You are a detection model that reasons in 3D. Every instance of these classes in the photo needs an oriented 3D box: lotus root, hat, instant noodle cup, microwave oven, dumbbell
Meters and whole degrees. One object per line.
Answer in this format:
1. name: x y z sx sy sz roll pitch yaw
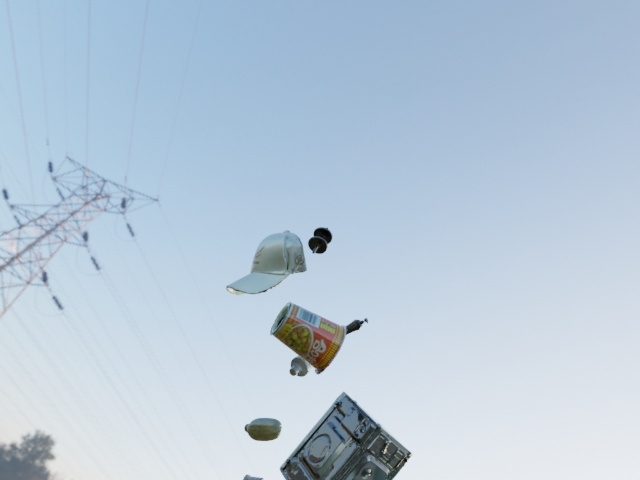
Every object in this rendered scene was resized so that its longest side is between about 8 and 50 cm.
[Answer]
1. lotus root: -0.240 0.772 2.134 0.183 0.090 0.077 -9 -45 30
2. hat: -0.208 0.087 1.862 0.168 0.301 0.258 64 -27 -2
3. instant noodle cup: -0.051 0.319 1.772 0.212 0.193 0.193 33 -38 -11
4. microwave oven: 0.078 0.823 1.965 0.247 0.394 0.333 46 -10 -24
5. dumbbell: 0.000 0.000 1.737 0.069 0.147 0.069 11 -54 15

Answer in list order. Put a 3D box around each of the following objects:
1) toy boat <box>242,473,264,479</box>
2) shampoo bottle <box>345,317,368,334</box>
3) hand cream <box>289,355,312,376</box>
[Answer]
1. toy boat: -0.216 0.818 1.653 0.061 0.188 0.116 -4 -72 3
2. shampoo bottle: 0.142 0.365 2.214 0.137 0.027 0.048 -32 -116 23
3. hand cream: -0.015 0.438 2.038 0.078 0.341 0.124 47 -57 11
